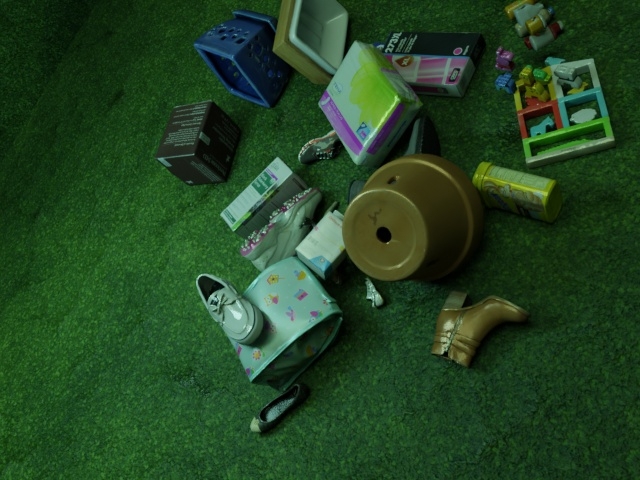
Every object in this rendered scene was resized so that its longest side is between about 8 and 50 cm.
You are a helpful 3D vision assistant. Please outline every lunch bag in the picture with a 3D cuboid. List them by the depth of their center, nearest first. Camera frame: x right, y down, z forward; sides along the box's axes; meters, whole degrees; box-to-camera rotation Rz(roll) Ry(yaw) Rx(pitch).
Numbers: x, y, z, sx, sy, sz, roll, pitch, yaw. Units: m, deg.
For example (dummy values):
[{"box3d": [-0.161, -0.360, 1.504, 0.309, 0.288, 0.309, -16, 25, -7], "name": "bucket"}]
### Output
[{"box3d": [-0.086, 0.193, 1.463, 0.262, 0.160, 0.223, -47, 49, 8], "name": "lunch bag"}]

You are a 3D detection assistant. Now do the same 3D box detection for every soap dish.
[{"box3d": [-0.030, -0.644, 1.865, 0.118, 0.229, 0.290, -19, 54, 42], "name": "soap dish"}]

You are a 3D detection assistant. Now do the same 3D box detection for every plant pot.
[{"box3d": [0.181, -0.031, 1.310, 0.291, 0.203, 0.290, 11, 110, 31], "name": "plant pot"}, {"box3d": [-0.222, -0.602, 1.949, 0.236, 0.236, 0.212, 31, 77, 41], "name": "plant pot"}]

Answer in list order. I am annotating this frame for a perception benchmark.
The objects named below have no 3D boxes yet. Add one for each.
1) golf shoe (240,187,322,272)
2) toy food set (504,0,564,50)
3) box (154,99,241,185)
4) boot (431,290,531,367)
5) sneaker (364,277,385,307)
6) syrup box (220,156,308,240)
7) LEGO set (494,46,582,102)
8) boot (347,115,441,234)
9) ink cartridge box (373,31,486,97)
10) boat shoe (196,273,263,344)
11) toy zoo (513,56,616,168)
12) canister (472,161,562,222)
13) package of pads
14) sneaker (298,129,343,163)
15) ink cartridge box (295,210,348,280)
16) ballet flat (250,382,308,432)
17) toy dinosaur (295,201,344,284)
[{"box3d": [-0.079, -0.021, 1.606, 0.306, 0.140, 0.115, -47, 15, -33], "name": "golf shoe"}, {"box3d": [0.552, -0.555, 1.512, 0.105, 0.111, 0.232, -28, 22, 15], "name": "toy food set"}, {"box3d": [-0.385, -0.306, 1.917, 0.167, 0.168, 0.203, -1, 64, 30], "name": "box"}, {"box3d": [0.332, 0.193, 1.265, 0.197, 0.073, 0.152, 5, 65, 46], "name": "boot"}, {"box3d": [0.122, 0.126, 1.454, 0.037, 0.032, 0.083, -37, 51, 8], "name": "sneaker"}, {"box3d": [-0.159, -0.113, 1.719, 0.237, 0.096, 0.093, -45, 50, 3], "name": "syrup box"}, {"box3d": [0.493, -0.399, 1.442, 0.227, 0.093, 0.087, 29, 82, 39], "name": "LEGO set"}, {"box3d": [0.175, -0.161, 1.534, 0.223, 0.118, 0.338, -5, 59, 34], "name": "boot"}, {"box3d": [0.261, -0.503, 1.706, 0.371, 0.069, 0.175, 15, 73, 39], "name": "ink cartridge box"}, {"box3d": [-0.223, 0.152, 1.427, 0.096, 0.088, 0.267, -52, 37, 5], "name": "boat shoe"}, {"box3d": [0.567, -0.320, 1.433, 0.193, 0.030, 0.293, -14, 57, 25], "name": "toy zoo"}, {"box3d": [0.436, -0.106, 1.333, 0.170, 0.126, 0.073, 21, 76, 36], "name": "canister"}, {"box3d": [0.127, -0.375, 1.634, 0.229, 0.101, 0.296, -55, 45, 32], "name": "package of pads"}, {"box3d": [0.009, -0.258, 1.723, 0.158, 0.061, 0.064, -32, 58, 14], "name": "sneaker"}, {"box3d": [0.023, 0.008, 1.457, 0.092, 0.090, 0.143, 40, 79, 14], "name": "ink cartridge box"}, {"box3d": [-0.103, 0.392, 1.430, 0.173, 0.049, 0.057, -41, 50, 5], "name": "ballet flat"}, {"box3d": [0.000, 0.000, 1.558, 0.064, 0.118, 0.268, -47, 37, 47], "name": "toy dinosaur"}]
